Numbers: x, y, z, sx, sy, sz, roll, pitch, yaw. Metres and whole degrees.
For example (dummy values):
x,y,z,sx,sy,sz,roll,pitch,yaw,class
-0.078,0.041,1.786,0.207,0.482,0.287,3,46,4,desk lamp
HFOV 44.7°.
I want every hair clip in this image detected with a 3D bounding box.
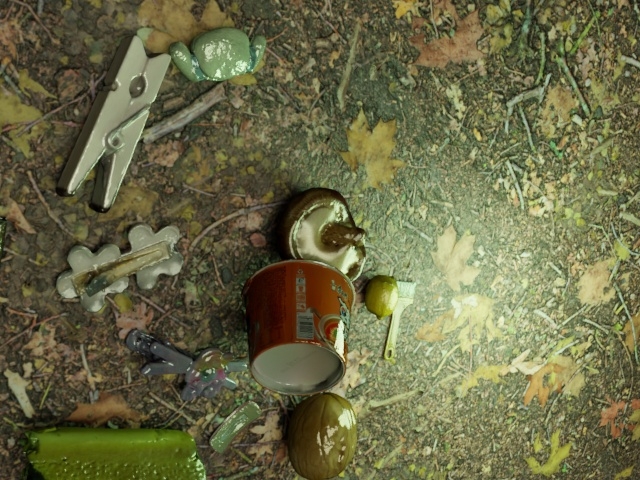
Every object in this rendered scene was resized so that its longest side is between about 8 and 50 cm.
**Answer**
x,y,z,sx,sy,sz,roll,pitch,yaw,class
-0.389,-0.220,1.467,0.101,0.085,0.331,24,82,-33,hair clip
-0.391,0.050,1.537,0.257,0.075,0.146,-27,115,-29,hair clip
-0.192,0.419,1.753,0.137,0.022,0.054,-45,117,-13,hair clip
-0.278,0.269,1.634,0.278,0.090,0.137,25,97,-31,hair clip

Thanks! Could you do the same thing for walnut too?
x,y,z,sx,sy,sz,roll,pitch,yaw,class
0.005,0.451,1.791,0.167,0.167,0.207,0,99,-29,walnut

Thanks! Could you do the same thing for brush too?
x,y,z,sx,sy,sz,roll,pitch,yaw,class
0.185,0.199,1.922,0.083,0.011,0.205,5,99,-31,brush

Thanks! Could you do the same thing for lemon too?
x,y,z,sx,sy,sz,roll,pitch,yaw,class
0.144,0.134,1.843,0.082,0.082,0.111,9,97,-30,lemon

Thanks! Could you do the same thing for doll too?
x,y,z,sx,sy,sz,roll,pitch,yaw,class
-0.198,-0.369,1.545,0.214,0.071,0.103,-18,108,-31,doll

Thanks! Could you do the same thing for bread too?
x,y,z,sx,sy,sz,roll,pitch,yaw,class
-0.407,0.500,1.535,0.376,0.251,0.208,9,140,-31,bread

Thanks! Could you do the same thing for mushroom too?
x,y,z,sx,sy,sz,roll,pitch,yaw,class
-0.004,-0.001,1.711,0.194,0.138,0.231,-17,98,-11,mushroom

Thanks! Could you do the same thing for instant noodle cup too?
x,y,z,sx,sy,sz,roll,pitch,yaw,class
-0.047,0.188,1.617,0.250,0.192,0.250,-1,137,-1,instant noodle cup

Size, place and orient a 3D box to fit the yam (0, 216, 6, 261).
x,y,z,sx,sy,sz,roll,pitch,yaw,class
-0.601,0.020,1.434,0.033,0.027,0.129,7,97,-31,yam
